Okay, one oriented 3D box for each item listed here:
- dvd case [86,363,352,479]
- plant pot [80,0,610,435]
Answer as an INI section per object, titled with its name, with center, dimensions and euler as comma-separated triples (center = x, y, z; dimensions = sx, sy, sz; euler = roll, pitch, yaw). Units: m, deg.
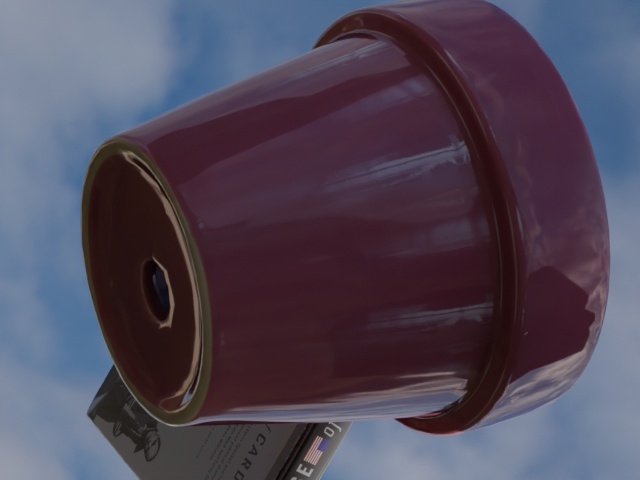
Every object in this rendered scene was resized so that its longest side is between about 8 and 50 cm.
[dvd case]
center = -0.048, 0.071, 1.072
dimensions = 0.029, 0.179, 0.238
euler = 28, 3, -30
[plant pot]
center = 0.000, 0.000, 0.837
dimensions = 0.201, 0.180, 0.201
euler = 32, -52, 53
